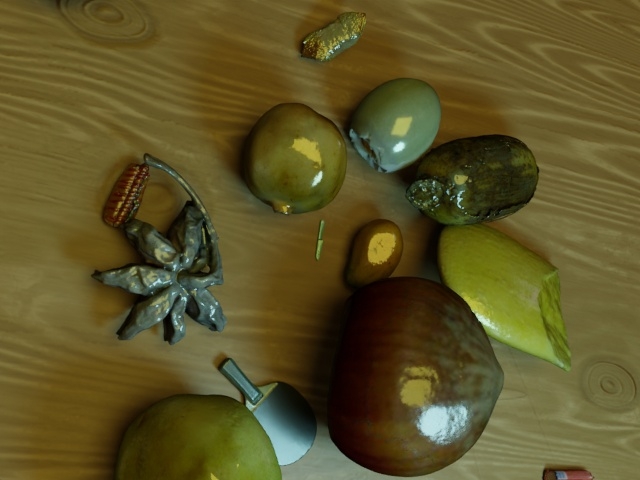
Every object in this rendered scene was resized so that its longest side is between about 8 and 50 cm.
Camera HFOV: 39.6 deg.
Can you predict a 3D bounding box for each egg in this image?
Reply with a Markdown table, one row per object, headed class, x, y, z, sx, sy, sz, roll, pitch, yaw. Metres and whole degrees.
| class | x | y | z | sx | sy | sz | roll | pitch | yaw |
| --- | --- | --- | --- | --- | --- | --- | --- | --- | --- |
| egg | 0.174 | -0.260 | 1.950 | 0.217 | 0.183 | 0.183 | -41 | 103 | -11 |

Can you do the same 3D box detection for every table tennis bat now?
| class | x | y | z | sx | sy | sz | roll | pitch | yaw |
| --- | --- | --- | --- | --- | --- | --- | --- | --- | --- |
| table tennis bat | -0.114 | 0.350 | 1.855 | 0.154 | 0.021 | 0.274 | -46 | 107 | -22 |

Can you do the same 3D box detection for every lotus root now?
| class | x | y | z | sx | sy | sz | roll | pitch | yaw |
| --- | --- | --- | --- | --- | --- | --- | --- | --- | --- |
| lotus root | 0.346 | -0.137 | 2.009 | 0.397 | 0.179 | 0.195 | -16 | 104 | -41 |

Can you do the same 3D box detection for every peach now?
| class | x | y | z | sx | sy | sz | roll | pitch | yaw |
| --- | --- | --- | --- | --- | --- | --- | --- | --- | --- |
| peach | -0.221 | 0.436 | 1.643 | 0.281 | 0.316 | 0.314 | 29 | 65 | -37 |

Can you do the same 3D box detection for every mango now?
| class | x | y | z | sx | sy | sz | roll | pitch | yaw |
| --- | --- | --- | --- | --- | --- | --- | --- | --- | --- |
| mango | 0.123 | 0.033 | 1.957 | 0.115 | 0.089 | 0.165 | 18 | 81 | -22 |

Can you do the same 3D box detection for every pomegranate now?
| class | x | y | z | sx | sy | sz | roll | pitch | yaw |
| --- | --- | --- | --- | --- | --- | --- | --- | --- | --- |
| pomegranate | -0.050 | -0.166 | 1.821 | 0.233 | 0.233 | 0.233 | 2 | 85 | -26 |

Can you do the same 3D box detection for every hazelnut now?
| class | x | y | z | sx | sy | sz | roll | pitch | yaw |
| --- | --- | --- | --- | --- | --- | --- | --- | --- | --- |
| hazelnut | 0.183 | 0.279 | 1.826 | 0.359 | 0.359 | 0.409 | 23 | 70 | -22 |

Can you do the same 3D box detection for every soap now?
| class | x | y | z | sx | sy | sz | roll | pitch | yaw |
| --- | --- | --- | --- | --- | --- | --- | --- | --- | --- |
| soap | 0.437 | 0.112 | 2.044 | 0.427 | 0.115 | 0.306 | 26 | 50 | -26 |

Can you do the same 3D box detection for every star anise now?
| class | x | y | z | sx | sy | sz | roll | pitch | yaw |
| --- | --- | --- | --- | --- | --- | --- | --- | --- | --- |
| star anise | -0.295 | 0.053 | 1.722 | 0.359 | 0.139 | 0.316 | 47 | 62 | -22 |

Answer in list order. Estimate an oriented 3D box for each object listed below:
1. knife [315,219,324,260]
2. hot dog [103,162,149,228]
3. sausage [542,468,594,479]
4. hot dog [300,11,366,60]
| class | x | y | z | sx | sy | sz | roll | pitch | yaw |
| --- | --- | --- | --- | --- | --- | --- | --- | --- | --- |
| knife | 0.000 | 0.000 | 1.945 | 0.014 | 0.005 | 0.091 | 13 | 81 | -23 |
| hot dog | -0.378 | -0.091 | 1.752 | 0.062 | 0.038 | 0.144 | 30 | 74 | -20 |
| sausage | 0.612 | 0.580 | 2.173 | 0.145 | 0.050 | 0.048 | 7 | 64 | -29 |
| hot dog | 0.030 | -0.445 | 1.966 | 0.169 | 0.061 | 0.078 | -29 | 91 | 1 |
